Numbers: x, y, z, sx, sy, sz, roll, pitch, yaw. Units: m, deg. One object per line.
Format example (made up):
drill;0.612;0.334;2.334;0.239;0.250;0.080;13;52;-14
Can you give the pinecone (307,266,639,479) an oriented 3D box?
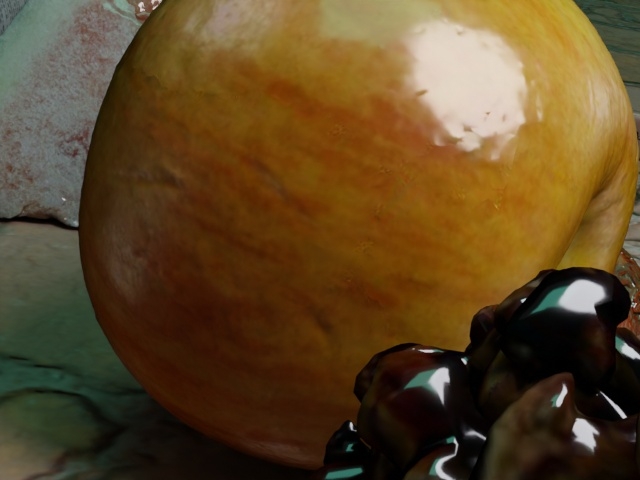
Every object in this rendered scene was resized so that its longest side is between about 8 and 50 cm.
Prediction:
pinecone;0.122;0.106;0.401;0.224;0.224;0.272;-7;9;-33

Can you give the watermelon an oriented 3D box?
watermelon;-0.140;-0.094;1.009;0.232;0.193;0.310;-2;-3;40

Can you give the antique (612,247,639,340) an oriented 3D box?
antique;0.149;0.041;0.755;0.104;0.104;0.104;6;20;-2

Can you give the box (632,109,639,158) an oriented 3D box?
box;0.326;-0.105;1.278;0.115;0.048;0.025;15;17;18

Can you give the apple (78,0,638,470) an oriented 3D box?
apple;0.025;-0.022;0.633;0.233;0.286;0.286;30;29;27

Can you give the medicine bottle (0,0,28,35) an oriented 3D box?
medicine bottle;-0.364;-0.218;1.231;0.141;0.141;0.293;7;19;0
